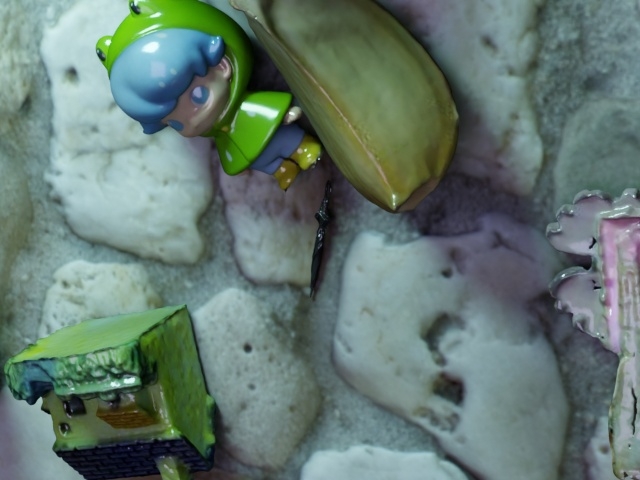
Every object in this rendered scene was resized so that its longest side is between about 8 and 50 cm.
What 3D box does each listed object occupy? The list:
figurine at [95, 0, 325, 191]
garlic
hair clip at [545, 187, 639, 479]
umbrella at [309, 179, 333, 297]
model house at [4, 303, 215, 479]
[{"bbox_3d":[-0.118,-0.156,1.609,0.263,0.143,0.162,36,138,-11],"label":"figurine"},{"bbox_3d":[0.017,-0.187,1.501,0.151,0.196,0.338,-32,100,15],"label":"garlic"},{"bbox_3d":[0.320,0.094,1.536,0.173,0.069,0.300,-1,96,21],"label":"hair clip"},{"bbox_3d":[-0.001,-0.003,1.672,0.022,0.022,0.149,2,122,-16],"label":"umbrella"},{"bbox_3d":[-0.243,0.205,1.753,0.194,0.170,0.211,-10,103,23],"label":"model house"}]
